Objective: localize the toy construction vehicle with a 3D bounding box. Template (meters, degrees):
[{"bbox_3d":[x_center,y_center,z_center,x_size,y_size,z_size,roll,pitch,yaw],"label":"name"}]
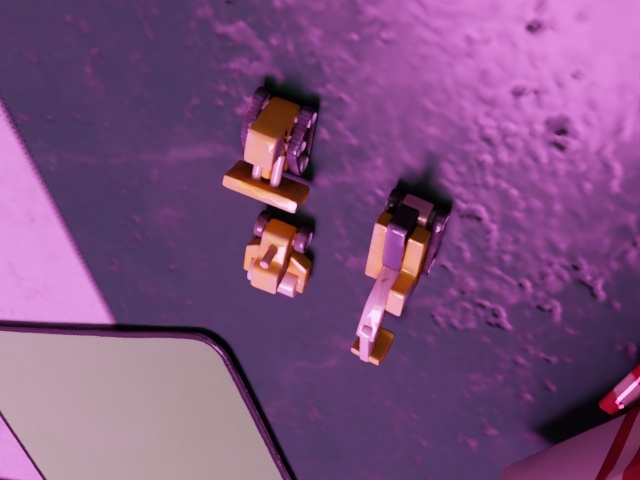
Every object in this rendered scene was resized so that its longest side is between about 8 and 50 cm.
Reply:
[{"bbox_3d":[0.000,0.000,0.450,0.086,0.035,0.098,24,137,9],"label":"toy construction vehicle"}]

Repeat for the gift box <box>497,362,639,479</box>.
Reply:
[{"bbox_3d":[0.178,0.180,0.345,0.255,0.258,0.276,41,145,-9],"label":"gift box"}]

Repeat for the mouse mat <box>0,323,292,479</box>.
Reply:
[{"bbox_3d":[-0.103,0.103,0.628,0.190,0.007,0.152,1,129,31],"label":"mouse mat"}]
